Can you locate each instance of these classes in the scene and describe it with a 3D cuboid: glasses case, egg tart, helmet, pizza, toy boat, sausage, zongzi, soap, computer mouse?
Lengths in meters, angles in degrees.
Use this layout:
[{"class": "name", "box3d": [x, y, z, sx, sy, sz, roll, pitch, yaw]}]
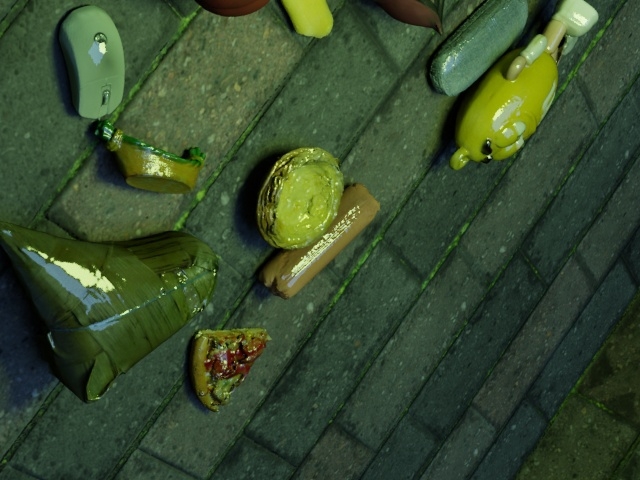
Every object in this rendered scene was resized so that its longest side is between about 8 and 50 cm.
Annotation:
[{"class": "glasses case", "box3d": [0.327, -0.405, 2.230, 0.282, 0.067, 0.109, -44, 136, -17]}, {"class": "egg tart", "box3d": [-0.047, -0.083, 2.004, 0.213, 0.090, 0.212, -28, 134, -33]}, {"class": "helmet", "box3d": [0.137, -0.481, 1.909, 0.253, 0.154, 0.198, 78, 15, -51]}, {"class": "pizza", "box3d": [-0.166, 0.223, 2.094, 0.193, 0.053, 0.201, -39, 137, -25]}, {"class": "toy boat", "box3d": [-0.266, -0.131, 1.750, 0.229, 0.089, 0.088, 12, 66, -52]}, {"class": "sausage", "box3d": [0.001, 0.000, 2.111, 0.289, 0.086, 0.086, -44, 139, -20]}, {"class": "zongzi", "box3d": [-0.333, 0.028, 1.722, 0.323, 0.160, 0.360, -43, 132, -29]}, {"class": "soap", "box3d": [-0.029, -0.411, 1.862, 0.089, 0.033, 0.168, -41, 138, -19]}, {"class": "computer mouse", "box3d": [-0.331, -0.253, 1.615, 0.089, 0.056, 0.181, -23, 130, -31]}]

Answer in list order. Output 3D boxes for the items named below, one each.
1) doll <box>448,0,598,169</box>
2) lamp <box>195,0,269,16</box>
[{"class": "doll", "box3d": [0.435, -0.331, 2.336, 0.423, 0.161, 0.348, -62, 159, 15]}, {"class": "lamp", "box3d": [-0.125, -0.441, 1.594, 0.227, 0.227, 0.226, -26, 131, -35]}]
